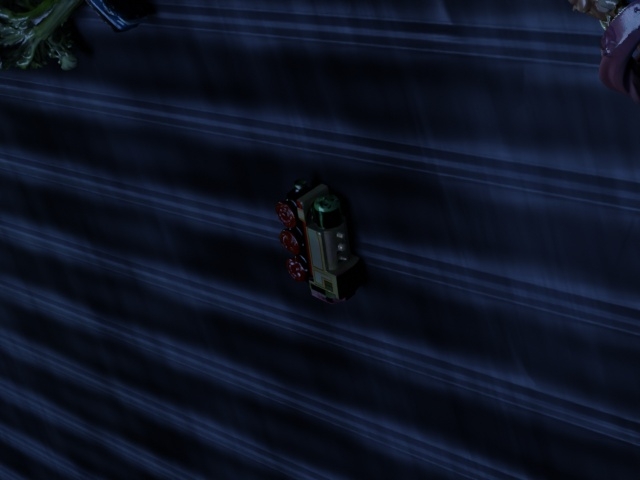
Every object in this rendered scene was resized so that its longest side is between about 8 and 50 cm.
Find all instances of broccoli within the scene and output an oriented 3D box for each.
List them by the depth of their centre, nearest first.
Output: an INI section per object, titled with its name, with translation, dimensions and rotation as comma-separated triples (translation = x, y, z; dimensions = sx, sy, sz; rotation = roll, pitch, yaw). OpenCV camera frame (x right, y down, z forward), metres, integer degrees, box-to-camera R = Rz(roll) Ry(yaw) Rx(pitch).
[broccoli]
translation = -0.331, -0.280, 1.877
dimensions = 0.204, 0.118, 0.122
rotation = -24, 80, 44

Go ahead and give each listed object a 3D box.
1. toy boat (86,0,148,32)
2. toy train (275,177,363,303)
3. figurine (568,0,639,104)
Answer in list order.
[toy boat]
translation = -0.245, -0.300, 1.759
dimensions = 0.061, 0.060, 0.137
rotation = -43, 78, 35
[toy train]
translation = 0.000, 0.000, 1.686
dimensions = 0.087, 0.050, 0.138
rotation = 23, 135, 39
[figurine]
translation = 0.239, -0.172, 1.127
dimensions = 0.126, 0.114, 0.157
rotation = -61, 29, 24
